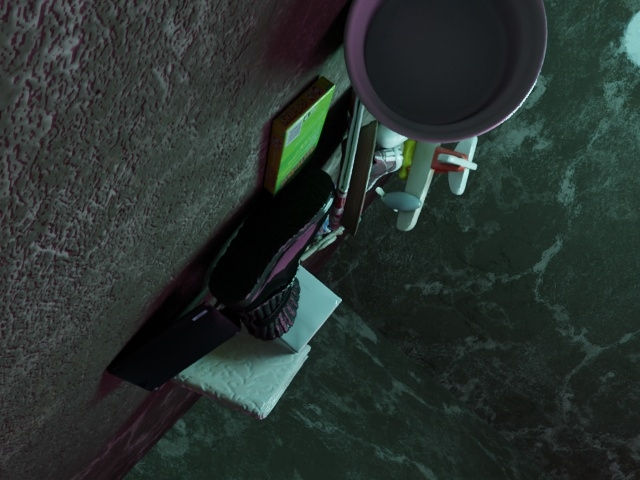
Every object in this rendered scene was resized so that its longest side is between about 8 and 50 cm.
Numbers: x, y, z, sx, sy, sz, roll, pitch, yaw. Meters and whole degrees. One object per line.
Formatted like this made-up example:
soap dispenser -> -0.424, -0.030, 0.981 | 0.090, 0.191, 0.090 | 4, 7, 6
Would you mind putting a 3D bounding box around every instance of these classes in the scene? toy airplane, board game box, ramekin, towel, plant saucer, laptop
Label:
toy airplane -> 0.323, -0.277, 1.801 | 0.384, 0.272, 0.386 | 126, -31, -48
board game box -> -0.044, -0.173, 0.978 | 0.124, 0.039, 0.259 | -48, 171, -21
ramekin -> 0.175, -0.285, 0.817 | 0.277, 0.277, 0.135 | -51, -179, 11
towel -> -0.241, 0.383, 1.688 | 0.317, 0.331, 0.054 | -44, 142, -52
plant saucer -> 0.090, -0.148, 1.302 | 0.278, 0.041, 0.278 | 11, 90, -88
towel -> 0.055, -0.172, 1.237 | 0.329, 0.037, 0.237 | 96, 4, -79
laptop -> -0.302, 0.197, 1.177 | 0.234, 0.137, 0.264 | -34, -161, -1

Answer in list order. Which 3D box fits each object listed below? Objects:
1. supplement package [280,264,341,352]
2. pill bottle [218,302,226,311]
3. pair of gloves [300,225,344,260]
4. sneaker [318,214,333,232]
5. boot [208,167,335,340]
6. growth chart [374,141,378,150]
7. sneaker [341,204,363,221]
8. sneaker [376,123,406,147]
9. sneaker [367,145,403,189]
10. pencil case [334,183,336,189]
supplement package -> -0.104, 0.182, 1.668 | 0.204, 0.262, 0.145 | -49, 174, -11
pill bottle -> -0.221, 0.164, 1.523 | 0.160, 0.087, 0.087 | -52, 174, 19
pair of gloves -> 0.000, 0.000, 2.162 | 0.204, 0.042, 0.240 | -32, -175, 5
sneaker -> 0.019, -0.056, 2.011 | 0.085, 0.086, 0.237 | -51, 176, -15
boot -> -0.075, 0.035, 1.165 | 0.348, 0.131, 0.260 | -50, 152, -10
growth chart -> 0.203, -0.336, 1.960 | 0.237, 0.021, 0.172 | -49, 173, -19
sneaker -> 0.134, -0.114, 2.445 | 0.101, 0.106, 0.267 | -53, 175, 17
sneaker -> 0.270, -0.418, 1.632 | 0.292, 0.108, 0.169 | -46, 160, -12
sneaker -> 0.118, -0.227, 1.749 | 0.162, 0.107, 0.281 | -10, 165, -36
pencil case -> -0.029, -0.076, 1.470 | 0.206, 0.088, 0.086 | -51, 177, -5
